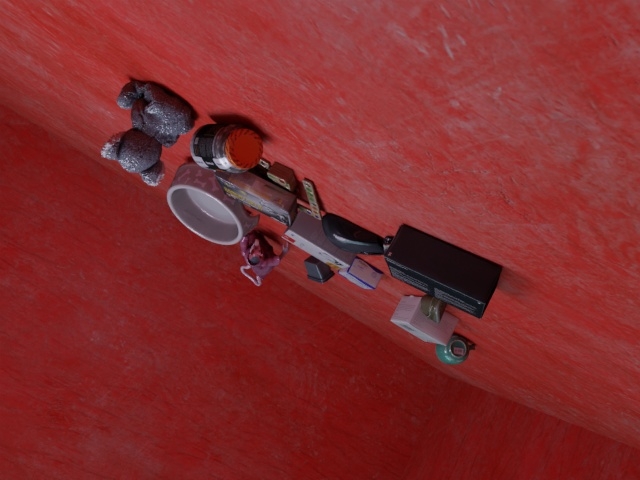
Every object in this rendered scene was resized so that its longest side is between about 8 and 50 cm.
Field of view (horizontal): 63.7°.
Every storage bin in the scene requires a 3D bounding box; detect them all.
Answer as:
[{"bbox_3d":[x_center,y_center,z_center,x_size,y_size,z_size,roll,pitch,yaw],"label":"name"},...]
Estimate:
[{"bbox_3d":[-0.008,0.118,2.287,0.135,0.098,0.091,15,134,54],"label":"storage bin"}]

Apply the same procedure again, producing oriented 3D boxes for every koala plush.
[{"bbox_3d":[-0.447,-0.269,1.327,0.203,0.221,0.196,17,162,48],"label":"koala plush"}]

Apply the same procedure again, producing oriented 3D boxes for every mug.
[{"bbox_3d":[0.586,0.462,2.230,0.129,0.158,0.097,52,164,6],"label":"mug"}]

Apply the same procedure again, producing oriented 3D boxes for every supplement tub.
[{"bbox_3d":[-0.226,-0.223,1.245,0.117,0.117,0.190,38,166,-37],"label":"supplement tub"}]

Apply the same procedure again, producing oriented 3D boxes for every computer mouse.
[{"bbox_3d":[0.111,0.006,1.521,0.272,0.072,0.188,25,169,21],"label":"computer mouse"}]

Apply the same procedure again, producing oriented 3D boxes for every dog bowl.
[{"bbox_3d":[-0.394,-0.119,1.856,0.349,0.102,0.349,20,147,14],"label":"dog bowl"}]

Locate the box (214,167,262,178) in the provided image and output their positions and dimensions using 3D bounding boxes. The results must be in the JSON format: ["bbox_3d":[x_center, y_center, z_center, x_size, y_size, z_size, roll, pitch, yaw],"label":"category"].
[{"bbox_3d":[-0.270,-0.221,1.548,0.178,0.042,0.109,21,166,35],"label":"box"}]

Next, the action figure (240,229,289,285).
[{"bbox_3d":[-0.308,0.061,2.356,0.248,0.276,0.370,36,-178,-2],"label":"action figure"}]

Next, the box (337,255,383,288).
[{"bbox_3d":[0.147,0.122,1.930,0.126,0.072,0.137,31,168,-11],"label":"box"}]

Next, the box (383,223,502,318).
[{"bbox_3d":[0.303,0.080,1.290,0.261,0.103,0.184,26,171,21],"label":"box"}]

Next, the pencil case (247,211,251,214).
[{"bbox_3d":[-0.396,-0.129,2.148,0.209,0.095,0.098,29,-156,-6],"label":"pencil case"}]

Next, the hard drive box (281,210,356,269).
[{"bbox_3d":[0.000,0.000,1.727,0.232,0.089,0.181,31,168,-5],"label":"hard drive box"}]

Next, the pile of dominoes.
[{"bbox_3d":[-0.100,-0.138,1.453,0.196,0.040,0.251,26,163,17],"label":"pile of dominoes"}]

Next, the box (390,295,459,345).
[{"bbox_3d":[0.398,0.305,1.985,0.182,0.119,0.181,31,168,-10],"label":"box"}]

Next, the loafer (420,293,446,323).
[{"bbox_3d":[0.381,0.233,1.775,0.087,0.094,0.251,22,167,14],"label":"loafer"}]

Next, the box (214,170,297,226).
[{"bbox_3d":[-0.177,-0.130,1.473,0.231,0.056,0.183,27,170,3],"label":"box"}]
